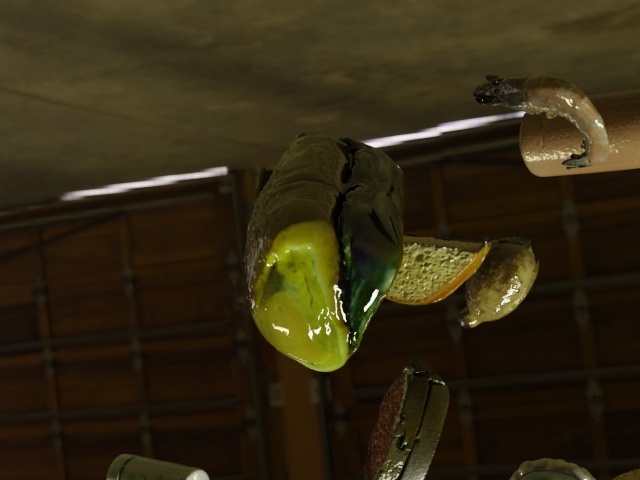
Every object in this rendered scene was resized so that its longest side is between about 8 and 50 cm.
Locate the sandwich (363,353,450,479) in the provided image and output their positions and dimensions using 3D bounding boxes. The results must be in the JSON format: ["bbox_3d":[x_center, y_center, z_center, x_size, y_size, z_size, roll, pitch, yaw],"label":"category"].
[{"bbox_3d":[0.179,0.420,2.169,0.109,0.292,0.212,22,149,-9],"label":"sandwich"}]

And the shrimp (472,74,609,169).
[{"bbox_3d":[0.291,-0.160,1.299,0.046,0.152,0.219,-48,-146,-12],"label":"shrimp"}]

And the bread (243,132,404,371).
[{"bbox_3d":[0.000,0.000,1.412,0.208,0.251,0.376,18,-152,-8],"label":"bread"}]

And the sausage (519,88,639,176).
[{"bbox_3d":[0.444,-0.166,1.541,0.253,0.123,0.123,-2,-179,44],"label":"sausage"}]

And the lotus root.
[{"bbox_3d":[0.347,0.085,1.981,0.138,0.214,0.138,29,-164,-9],"label":"lotus root"}]

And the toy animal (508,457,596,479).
[{"bbox_3d":[0.440,0.525,1.906,0.208,0.156,0.204,9,-150,16],"label":"toy animal"}]

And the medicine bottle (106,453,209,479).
[{"bbox_3d":[-0.297,0.447,1.839,0.183,0.086,0.086,2,-178,33],"label":"medicine bottle"}]

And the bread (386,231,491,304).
[{"bbox_3d":[0.166,0.051,1.781,0.260,0.134,0.129,4,-169,14],"label":"bread"}]

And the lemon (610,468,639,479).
[{"bbox_3d":[0.416,0.393,1.181,0.233,0.288,0.233,7,159,3],"label":"lemon"}]
